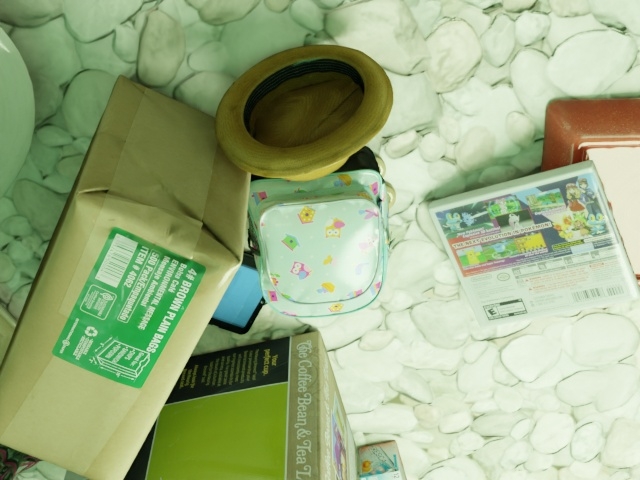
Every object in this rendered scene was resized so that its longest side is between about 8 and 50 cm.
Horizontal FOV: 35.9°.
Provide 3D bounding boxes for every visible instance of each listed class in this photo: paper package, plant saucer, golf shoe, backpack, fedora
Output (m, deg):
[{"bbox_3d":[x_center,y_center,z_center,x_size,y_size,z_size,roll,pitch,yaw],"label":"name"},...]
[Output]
[{"bbox_3d":[-0.212,0.037,1.057,0.168,0.309,0.325,23,118,-15],"label":"paper package"},{"bbox_3d":[0.389,-0.040,1.156,0.259,0.047,0.258,-1,122,4],"label":"plant saucer"},{"bbox_3d":[-0.399,0.276,1.352,0.186,0.086,0.067,-30,97,-4],"label":"golf shoe"},{"bbox_3d":[0.000,0.000,1.119,0.166,0.144,0.188,-7,124,-2],"label":"backpack"},{"bbox_3d":[-0.013,-0.123,1.049,0.194,0.194,0.079,-9,144,5],"label":"fedora"}]

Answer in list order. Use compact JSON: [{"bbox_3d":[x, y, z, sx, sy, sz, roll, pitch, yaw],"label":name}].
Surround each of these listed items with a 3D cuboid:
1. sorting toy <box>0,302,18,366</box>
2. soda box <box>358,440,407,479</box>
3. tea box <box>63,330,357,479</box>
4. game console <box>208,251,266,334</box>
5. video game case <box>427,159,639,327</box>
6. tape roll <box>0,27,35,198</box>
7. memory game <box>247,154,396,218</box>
[{"bbox_3d":[-0.450,0.163,1.299,0.208,0.038,0.193,-25,119,19],"label":"sorting toy"},{"bbox_3d":[0.101,0.376,1.412,0.058,0.063,0.183,-13,121,8],"label":"soda box"},{"bbox_3d":[-0.125,0.317,1.219,0.323,0.329,0.220,-12,121,8],"label":"tea box"},{"bbox_3d":[-0.120,0.074,1.222,0.071,0.107,0.122,36,118,11],"label":"game console"},{"bbox_3d":[0.252,0.010,1.168,0.201,0.023,0.183,-14,116,28],"label":"video game case"},{"bbox_3d":[-0.443,-0.135,0.997,0.286,0.100,0.286,-18,126,-26],"label":"tape roll"},{"bbox_3d":[-0.002,-0.047,1.180,0.186,0.012,0.186,0,122,0],"label":"memory game"}]
